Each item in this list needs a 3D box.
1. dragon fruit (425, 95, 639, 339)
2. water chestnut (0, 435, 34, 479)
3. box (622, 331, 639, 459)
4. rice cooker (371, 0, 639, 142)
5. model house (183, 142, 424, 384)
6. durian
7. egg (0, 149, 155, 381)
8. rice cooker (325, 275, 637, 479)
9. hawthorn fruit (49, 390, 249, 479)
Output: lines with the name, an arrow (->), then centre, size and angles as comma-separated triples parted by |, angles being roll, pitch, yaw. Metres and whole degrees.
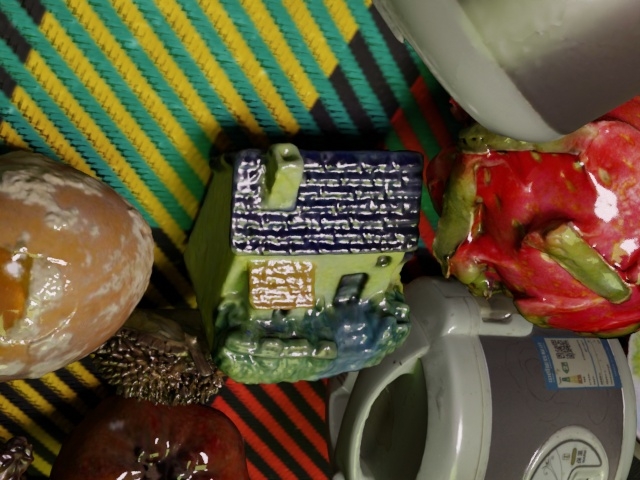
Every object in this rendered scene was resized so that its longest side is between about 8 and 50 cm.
dragon fruit -> 0.219, -0.045, 1.412 | 0.237, 0.231, 0.302 | -1, 152, 42
water chestnut -> -0.359, 0.288, 1.588 | 0.223, 0.224, 0.238 | 22, 122, -42
box -> 0.422, 0.138, 1.771 | 0.262, 0.291, 0.206 | 0, 164, -8
rice cooker -> 0.184, -0.264, 1.045 | 0.325, 0.335, 0.335 | -31, 142, 18
model house -> 0.000, 0.000, 1.430 | 0.194, 0.170, 0.211 | -1, 140, -19
durian -> -0.146, 0.115, 1.511 | 0.148, 0.188, 0.091 | 4, 95, -30
egg -> -0.253, 0.022, 1.333 | 0.233, 0.195, 0.195 | -1, 141, -17
rice cooker -> 0.154, 0.178, 1.643 | 0.277, 0.288, 0.288 | 6, 138, -29
hawthorn fruit -> -0.180, 0.262, 1.686 | 0.208, 0.208, 0.248 | -9, 164, -12
